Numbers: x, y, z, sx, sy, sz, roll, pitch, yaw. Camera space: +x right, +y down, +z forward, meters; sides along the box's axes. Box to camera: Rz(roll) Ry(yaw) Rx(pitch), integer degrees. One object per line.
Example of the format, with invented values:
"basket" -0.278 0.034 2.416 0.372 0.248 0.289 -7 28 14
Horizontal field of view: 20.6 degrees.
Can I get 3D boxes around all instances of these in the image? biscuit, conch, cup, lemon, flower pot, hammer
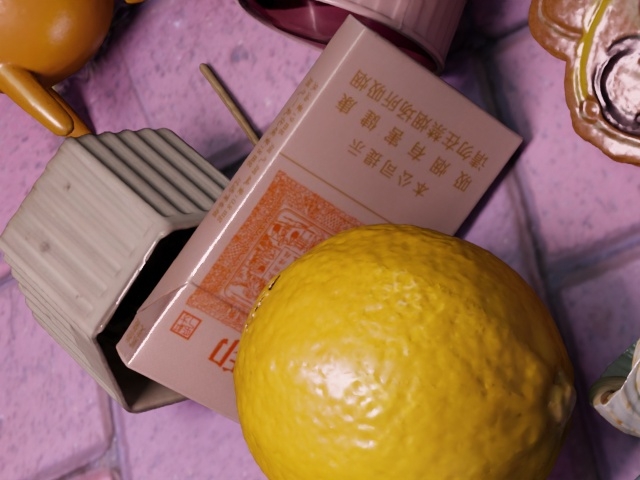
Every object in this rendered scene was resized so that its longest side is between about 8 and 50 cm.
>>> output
"biscuit" 0.300 -0.156 1.494 0.290 0.041 0.208 36 109 27
"conch" 0.282 0.112 1.402 0.135 0.153 0.102 -31 83 10
"cup" 0.061 -0.307 1.618 0.208 0.288 0.273 21 84 0
"lemon" 0.067 0.121 1.456 0.293 0.293 0.293 -13 67 32
"flower pot" -0.166 0.025 1.693 0.209 0.239 0.189 -37 49 -17
"hammer" -0.074 -0.130 1.799 0.060 0.028 0.195 -42 53 10

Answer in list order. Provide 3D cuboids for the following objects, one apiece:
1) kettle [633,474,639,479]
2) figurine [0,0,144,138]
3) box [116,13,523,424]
"kettle" 0.276 0.292 1.292 0.342 0.247 0.319 -59 27 -10
"figurine" -0.271 -0.321 1.857 0.401 0.268 0.387 25 87 34
"box" 0.000 0.001 1.586 0.365 0.205 0.051 -54 31 7
